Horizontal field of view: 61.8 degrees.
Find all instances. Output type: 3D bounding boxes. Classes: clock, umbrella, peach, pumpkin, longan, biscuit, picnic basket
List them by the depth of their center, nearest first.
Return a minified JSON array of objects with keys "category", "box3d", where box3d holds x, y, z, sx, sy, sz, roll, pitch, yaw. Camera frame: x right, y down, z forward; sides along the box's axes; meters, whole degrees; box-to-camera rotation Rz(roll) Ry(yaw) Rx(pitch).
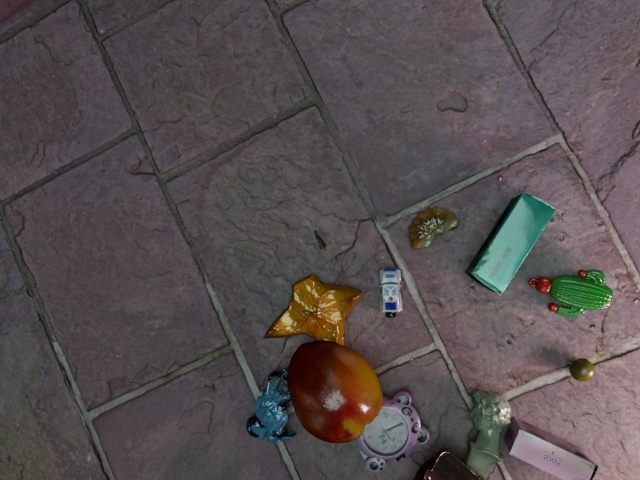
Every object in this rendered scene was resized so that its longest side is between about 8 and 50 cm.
[{"category":"peach","box3d":[0.035,0.469,1.700,0.308,0.308,0.332,-41,73,6]},{"category":"picnic basket","box3d":[0.417,0.834,1.702,0.297,0.129,0.222,43,53,-4]},{"category":"longan","box3d":[0.838,0.413,1.724,0.083,0.075,0.075,33,94,12]},{"category":"clock","box3d":[0.226,0.638,1.814,0.247,0.090,0.228,-28,84,6]},{"category":"biscuit","box3d":[0.372,-0.051,1.822,0.183,0.061,0.118,-35,82,8]},{"category":"pumpkin","box3d":[-0.025,0.254,1.861,0.290,0.095,0.259,16,97,6]},{"category":"umbrella","box3d":[-0.002,0.001,1.906,0.031,0.020,0.083,-39,80,46]}]

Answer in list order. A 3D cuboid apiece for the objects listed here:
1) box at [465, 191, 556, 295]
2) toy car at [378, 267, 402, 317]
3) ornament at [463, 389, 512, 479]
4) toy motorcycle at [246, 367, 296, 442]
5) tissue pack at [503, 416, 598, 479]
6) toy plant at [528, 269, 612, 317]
[{"category":"box","box3d":[0.597,0.009,1.709,0.118,0.205,0.311,32,94,11]},{"category":"toy car","box3d":[0.240,0.179,1.833,0.080,0.070,0.171,-1,87,9]},{"category":"ornament","box3d":[0.545,0.634,1.743,0.130,0.120,0.285,7,91,8]},{"category":"toy motorcycle","box3d":[-0.144,0.590,1.864,0.182,0.123,0.272,26,93,20]},{"category":"tissue pack","box3d":[0.724,0.671,1.699,0.246,0.148,0.093,23,93,11]},{"category":"toy plant","box3d":[0.810,0.175,1.728,0.240,0.088,0.155,-13,101,16]}]
